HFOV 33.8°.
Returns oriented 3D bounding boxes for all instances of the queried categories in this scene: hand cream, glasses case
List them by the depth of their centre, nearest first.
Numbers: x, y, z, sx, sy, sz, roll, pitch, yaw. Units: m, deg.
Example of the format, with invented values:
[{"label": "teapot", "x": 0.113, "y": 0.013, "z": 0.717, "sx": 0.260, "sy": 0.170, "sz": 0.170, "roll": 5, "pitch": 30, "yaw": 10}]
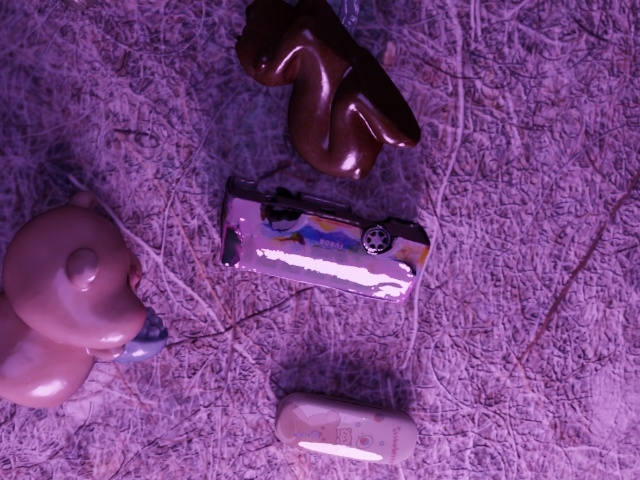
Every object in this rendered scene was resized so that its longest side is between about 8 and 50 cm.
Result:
[{"label": "hand cream", "x": 0.036, "y": -0.287, "z": 1.347, "sx": 0.030, "sy": 0.019, "sz": 0.093, "roll": 9, "pitch": 96, "yaw": -9}, {"label": "glasses case", "x": 0.036, "y": 0.263, "z": 1.469, "sx": 0.204, "sy": 0.051, "sz": 0.081, "roll": 11, "pitch": 101, "yaw": -12}]

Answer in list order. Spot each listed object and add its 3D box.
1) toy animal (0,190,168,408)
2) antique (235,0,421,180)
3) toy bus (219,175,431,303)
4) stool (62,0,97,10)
[{"label": "toy animal", "x": -0.325, "y": 0.080, "z": 1.294, "sx": 0.221, "sy": 0.210, "sz": 0.229, "roll": -22, "pitch": 124, "yaw": -1}, {"label": "antique", "x": -0.005, "y": -0.192, "z": 1.312, "sx": 0.143, "sy": 0.121, "sz": 0.257, "roll": -30, "pitch": 112, "yaw": 28}, {"label": "toy bus", "x": 0.000, "y": 0.000, "z": 1.377, "sx": 0.274, "sy": 0.090, "sz": 0.112, "roll": 14, "pitch": 111, "yaw": -11}, {"label": "stool", "x": -0.277, "y": -0.334, "z": 1.243, "sx": 0.110, "sy": 0.096, "sz": 0.096, "roll": -40, "pitch": 107, "yaw": -1}]
